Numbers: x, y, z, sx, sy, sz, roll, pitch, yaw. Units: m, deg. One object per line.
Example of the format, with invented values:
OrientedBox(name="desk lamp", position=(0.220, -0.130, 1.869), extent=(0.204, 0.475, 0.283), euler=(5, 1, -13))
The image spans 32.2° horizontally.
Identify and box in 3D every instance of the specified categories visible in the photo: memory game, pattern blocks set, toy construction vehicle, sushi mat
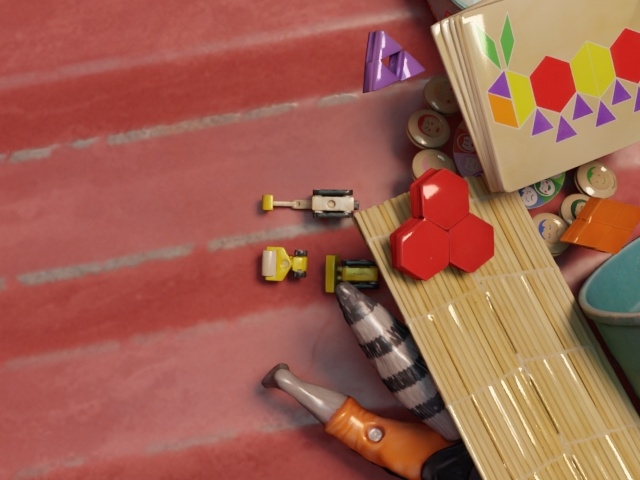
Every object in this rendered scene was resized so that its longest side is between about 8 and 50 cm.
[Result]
OrientedBox(name="memory game", position=(0.158, -0.072, 0.910), extent=(0.186, 0.012, 0.186), euler=(6, 63, -11))
OrientedBox(name="pattern blocks set", position=(0.176, -0.124, 0.830), extent=(0.325, 0.026, 0.285), euler=(-12, 99, -25))
OrientedBox(name="toy construction vehicle", position=(0.000, 0.000, 0.926), extent=(0.098, 0.035, 0.086), euler=(-1, 92, 3))
OrientedBox(name="sushi mat", position=(0.147, 0.095, 0.797), extent=(0.151, 0.019, 0.316), euler=(-15, 69, -28))

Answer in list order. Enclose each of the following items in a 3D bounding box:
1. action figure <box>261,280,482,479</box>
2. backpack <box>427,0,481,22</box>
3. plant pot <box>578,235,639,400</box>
OrientedBox(name="action figure", position=(0.083, 0.202, 0.824), extent=(0.341, 0.178, 0.330), euler=(-33, 72, -8))
OrientedBox(name="backpack", position=(0.151, -0.260, 0.911), extent=(0.166, 0.144, 0.188), euler=(-17, 88, -8))
OrientedBox(name="plant pot", position=(0.367, 0.101, 0.803), extent=(0.272, 0.271, 0.255), euler=(-27, 96, -4))
